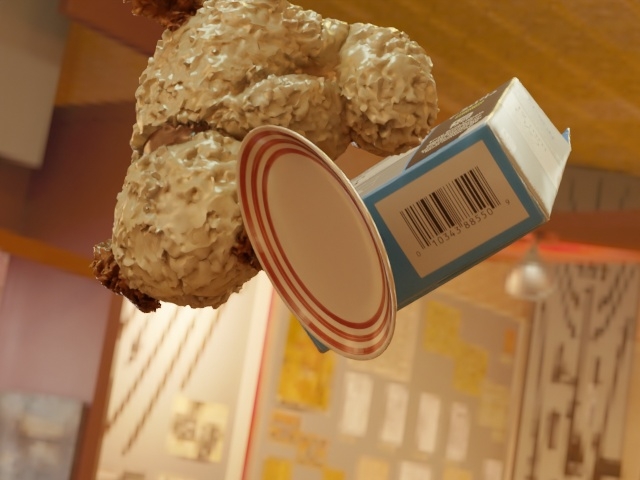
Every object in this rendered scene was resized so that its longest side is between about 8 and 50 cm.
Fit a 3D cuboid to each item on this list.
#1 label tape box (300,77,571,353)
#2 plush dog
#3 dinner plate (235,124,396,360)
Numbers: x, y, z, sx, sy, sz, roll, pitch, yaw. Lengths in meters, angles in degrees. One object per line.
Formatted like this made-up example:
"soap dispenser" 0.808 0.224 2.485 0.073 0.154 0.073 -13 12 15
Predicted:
"label tape box" 0.108 -0.044 1.473 0.249 0.115 0.348 -32 8 20
"plush dog" -0.071 -0.058 1.074 0.262 0.225 0.210 -19 -41 40
"dinner plate" 0.000 0.000 0.821 0.017 0.141 0.141 -28 8 -29
